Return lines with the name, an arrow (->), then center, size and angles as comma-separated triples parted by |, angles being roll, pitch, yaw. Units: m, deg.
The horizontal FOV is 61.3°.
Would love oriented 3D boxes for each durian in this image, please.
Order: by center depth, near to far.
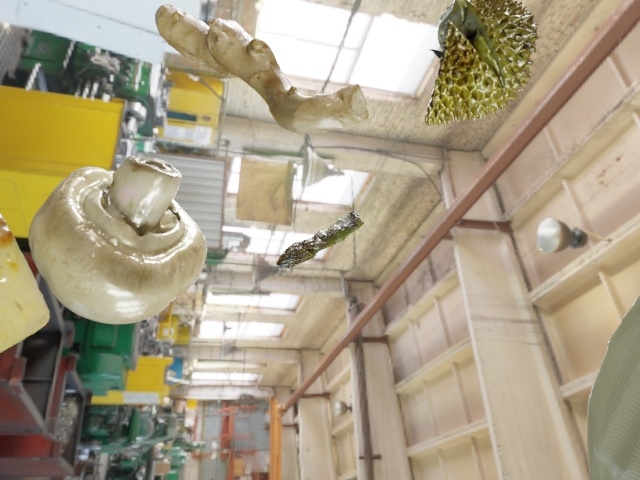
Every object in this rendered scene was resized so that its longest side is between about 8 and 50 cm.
durian -> 0.228, -0.254, 0.777 | 0.237, 0.138, 0.193 | -75, 172, -65

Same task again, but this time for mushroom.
mushroom -> -0.272, -0.018, 0.778 | 0.234, 0.254, 0.260 | -48, -126, 25

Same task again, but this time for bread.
bread -> -0.394, 0.020, 0.496 | 0.239, 0.136, 0.178 | 63, 7, -8

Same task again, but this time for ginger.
ginger -> -0.075, -0.191, 0.590 | 0.075, 0.288, 0.089 | -46, 154, -23

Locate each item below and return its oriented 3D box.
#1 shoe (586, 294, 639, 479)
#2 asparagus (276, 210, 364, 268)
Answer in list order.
shoe -> 0.269, 0.049, 0.279 | 0.132, 0.160, 0.362 | -130, -137, -59
asparagus -> 0.000, 0.000, 0.815 | 0.036, 0.165, 0.030 | 62, -30, 0
